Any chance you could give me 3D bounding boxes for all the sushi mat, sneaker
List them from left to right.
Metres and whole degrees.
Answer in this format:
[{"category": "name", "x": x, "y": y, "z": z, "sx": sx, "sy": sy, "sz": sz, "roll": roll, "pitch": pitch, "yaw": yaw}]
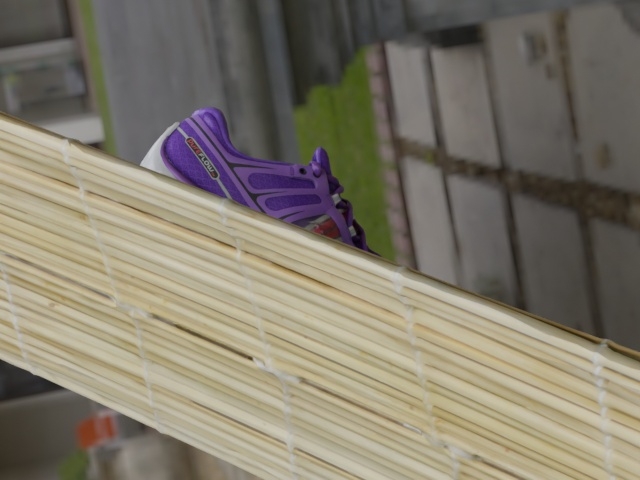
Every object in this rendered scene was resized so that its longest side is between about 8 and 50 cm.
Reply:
[{"category": "sushi mat", "x": -0.015, "y": 0.041, "z": 0.598, "sx": 0.316, "sy": 0.019, "sz": 0.151, "roll": 21, "pitch": 140, "yaw": 28}, {"category": "sneaker", "x": 0.000, "y": 0.000, "z": 0.785, "sx": 0.170, "sy": 0.071, "sz": 0.068, "roll": 36, "pitch": 164, "yaw": -7}]
